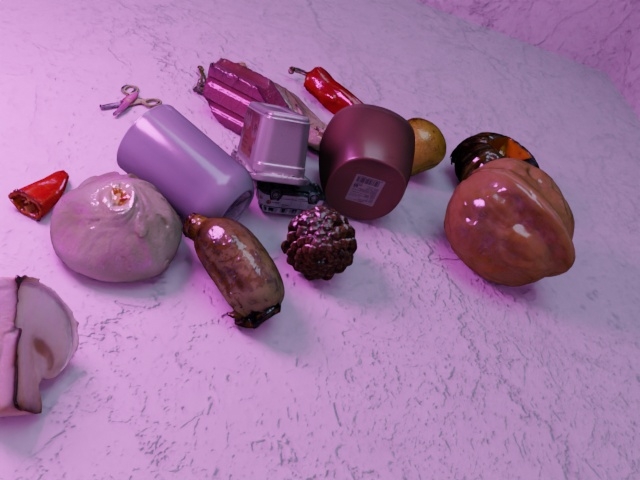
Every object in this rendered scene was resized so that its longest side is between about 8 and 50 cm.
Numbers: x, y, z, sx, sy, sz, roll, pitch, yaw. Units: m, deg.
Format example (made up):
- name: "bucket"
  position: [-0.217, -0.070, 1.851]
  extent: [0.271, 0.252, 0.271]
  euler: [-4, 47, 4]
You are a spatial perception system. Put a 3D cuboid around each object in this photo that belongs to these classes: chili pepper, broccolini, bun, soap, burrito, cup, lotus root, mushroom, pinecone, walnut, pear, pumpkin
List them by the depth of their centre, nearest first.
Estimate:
- name: "mushroom"
  position: [-0.556, 0.191, 1.092]
  extent: [0.162, 0.173, 0.236]
  euler: [24, 63, -68]
- name: "bun"
  position: [-0.450, -0.055, 1.354]
  extent: [0.293, 0.187, 0.293]
  euler: [14, 39, -11]
- name: "lotus root"
  position: [-0.196, 0.049, 1.376]
  extent: [0.173, 0.173, 0.309]
  euler: [-27, 74, -44]
- name: "chili pepper"
  position: [-0.643, -0.122, 1.427]
  extent: [0.088, 0.065, 0.169]
  euler: [38, 33, -10]
- name: "cup"
  position: [-0.329, -0.168, 1.519]
  extent: [0.312, 0.205, 0.205]
  euler: [40, 41, 9]
- name: "pinecone"
  position: [-0.003, -0.002, 1.539]
  extent: [0.184, 0.179, 0.205]
  euler: [50, 19, -34]
- name: "walnut"
  position: [0.551, -0.048, 1.788]
  extent: [0.383, 0.384, 0.384]
  euler: [15, 41, -13]
- name: "soap"
  position: [-0.222, -0.424, 1.888]
  extent: [0.289, 0.182, 0.112]
  euler: [29, 40, 10]
- name: "burrito"
  position: [-0.077, -0.407, 1.998]
  extent: [0.347, 0.107, 0.175]
  euler: [40, 11, 9]
- name: "broccolini"
  position: [-0.395, -0.550, 2.033]
  extent: [0.054, 0.052, 0.194]
  euler: [13, 40, -21]
- name: "pear"
  position: [0.322, -0.322, 2.047]
  extent: [0.197, 0.197, 0.197]
  euler: [15, 41, -13]
- name: "pumpkin"
  position: [0.621, -0.249, 2.133]
  extent: [0.320, 0.192, 0.320]
  euler: [17, 39, -14]
- name: "chili pepper"
  position: [0.044, -0.532, 2.205]
  extent: [0.387, 0.110, 0.110]
  euler: [43, 42, 17]

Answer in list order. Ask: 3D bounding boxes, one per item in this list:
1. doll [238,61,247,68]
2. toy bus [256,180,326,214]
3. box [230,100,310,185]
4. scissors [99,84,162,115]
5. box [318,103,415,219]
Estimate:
- name: "doll"
  position: [-0.258, -0.591, 2.150]
  extent: [0.093, 0.051, 0.061]
  euler: [28, 33, 0]
- name: "toy bus"
  position: [-0.089, -0.119, 1.690]
  extent: [0.193, 0.089, 0.087]
  euler: [4, 36, -24]
- name: "box"
  position: [-0.132, -0.277, 1.681]
  extent: [0.175, 0.183, 0.312]
  euler: [6, 15, -20]
- name: "scissors"
  position: [-0.575, -0.415, 1.811]
  extent: [0.133, 0.020, 0.187]
  euler: [29, 37, 9]
- name: "box"
  position: [0.134, -0.218, 1.769]
  extent: [0.301, 0.301, 0.216]
  euler: [16, 45, -12]
